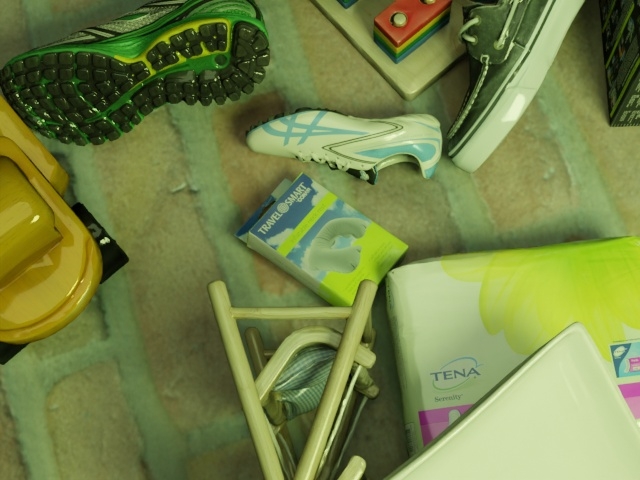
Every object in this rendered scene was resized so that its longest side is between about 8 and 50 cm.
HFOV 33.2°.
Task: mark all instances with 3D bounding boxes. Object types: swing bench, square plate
[{"bbox_3d":[-0.021,0.191,1.111,0.165,0.253,0.254,-1,74,4],"label":"swing bench"},{"bbox_3d":[0.190,0.299,1.090,0.347,0.049,0.344,-38,119,-7],"label":"square plate"}]

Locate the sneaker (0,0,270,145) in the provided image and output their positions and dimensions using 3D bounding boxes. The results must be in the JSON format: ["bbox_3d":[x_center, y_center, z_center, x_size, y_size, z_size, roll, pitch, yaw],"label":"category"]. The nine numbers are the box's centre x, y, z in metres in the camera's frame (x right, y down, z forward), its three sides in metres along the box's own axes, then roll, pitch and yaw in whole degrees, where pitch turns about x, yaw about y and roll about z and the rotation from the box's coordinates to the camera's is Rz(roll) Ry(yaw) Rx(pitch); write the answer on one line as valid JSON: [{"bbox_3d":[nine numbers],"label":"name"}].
[{"bbox_3d":[-0.226,-0.217,1.319,0.344,0.134,0.146,-10,38,7],"label":"sneaker"}]

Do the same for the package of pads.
[{"bbox_3d":[0.229,0.118,1.198,0.297,0.101,0.229,-8,75,0],"label":"package of pads"}]

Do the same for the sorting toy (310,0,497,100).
[{"bbox_3d":[0.122,-0.355,1.339,0.255,0.089,0.257,-40,76,-8],"label":"sorting toy"}]

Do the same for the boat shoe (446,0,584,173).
[{"bbox_3d":[0.217,-0.245,1.258,0.119,0.121,0.335,27,96,-3],"label":"boat shoe"}]

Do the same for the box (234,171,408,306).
[{"bbox_3d":[0.000,0.000,1.260,0.178,0.042,0.109,35,64,12],"label":"box"}]

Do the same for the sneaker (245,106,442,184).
[{"bbox_3d":[0.026,-0.111,1.283,0.237,0.085,0.086,2,82,7],"label":"sneaker"}]

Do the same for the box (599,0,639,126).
[{"bbox_3d":[0.372,-0.275,1.212,0.060,0.270,0.216,-2,74,3],"label":"box"}]

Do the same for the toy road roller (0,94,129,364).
[{"bbox_3d":[-0.381,-0.036,1.190,0.202,0.240,0.329,-40,82,-8],"label":"toy road roller"}]
